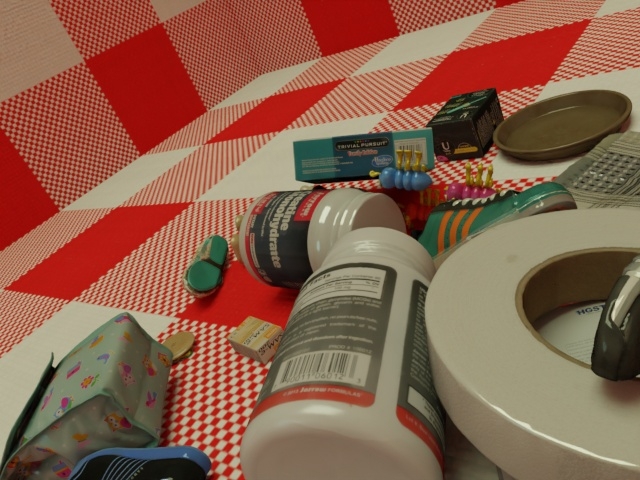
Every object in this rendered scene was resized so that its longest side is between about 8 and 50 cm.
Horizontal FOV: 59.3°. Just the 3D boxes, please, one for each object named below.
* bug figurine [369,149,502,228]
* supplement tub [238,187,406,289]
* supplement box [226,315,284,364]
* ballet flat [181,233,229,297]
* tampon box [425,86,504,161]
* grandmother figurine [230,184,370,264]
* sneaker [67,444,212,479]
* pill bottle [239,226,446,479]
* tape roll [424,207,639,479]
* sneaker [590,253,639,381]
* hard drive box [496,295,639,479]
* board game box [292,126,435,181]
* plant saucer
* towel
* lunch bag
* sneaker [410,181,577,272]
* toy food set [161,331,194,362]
[{"bbox_3d":[0.217,-0.075,1.002,0.216,0.279,0.072,7,78,24],"label":"bug figurine"},{"bbox_3d":[0.000,0.000,1.036,0.272,0.191,0.191,1,37,42],"label":"supplement tub"},{"bbox_3d":[-0.112,0.174,0.990,0.098,0.036,0.062,8,42,48],"label":"supplement box"},{"bbox_3d":[-0.265,0.072,1.286,0.077,0.091,0.241,-48,12,26],"label":"ballet flat"},{"bbox_3d":[0.347,-0.274,1.336,0.120,0.101,0.161,0,37,42],"label":"tampon box"},{"bbox_3d":[-0.028,-0.047,1.266,0.342,0.104,0.208,-12,57,20],"label":"grandmother figurine"},{"bbox_3d":[-0.264,0.341,0.767,0.232,0.081,0.090,-16,23,19],"label":"sneaker"},{"bbox_3d":[0.052,0.148,0.698,0.210,0.210,0.363,-14,28,23],"label":"pill bottle"},{"bbox_3d":[0.295,0.086,0.543,0.392,0.072,0.392,-8,29,5],"label":"tape roll"},{"bbox_3d":[0.319,0.054,0.436,0.228,0.086,0.132,-29,37,-32],"label":"sneaker"},{"bbox_3d":[0.268,0.176,0.594,0.181,0.089,0.232,-17,28,16],"label":"hard drive box"},{"bbox_3d":[0.090,-0.168,1.175,0.254,0.079,0.336,-4,4,5],"label":"board game box"},{"bbox_3d":[0.515,-0.245,1.208,0.278,0.041,0.278,-19,27,10],"label":"plant saucer"},{"bbox_3d":[0.538,-0.100,0.904,0.312,0.056,0.324,-37,28,-22],"label":"towel"},{"bbox_3d":[-0.391,0.275,0.918,0.262,0.160,0.223,-32,26,9],"label":"lunch bag"},{"bbox_3d":[0.225,-0.024,0.824,0.302,0.108,0.121,-38,52,50],"label":"sneaker"},{"bbox_3d":[-0.281,0.209,1.091,0.083,0.020,0.082,-21,27,9],"label":"toy food set"}]
